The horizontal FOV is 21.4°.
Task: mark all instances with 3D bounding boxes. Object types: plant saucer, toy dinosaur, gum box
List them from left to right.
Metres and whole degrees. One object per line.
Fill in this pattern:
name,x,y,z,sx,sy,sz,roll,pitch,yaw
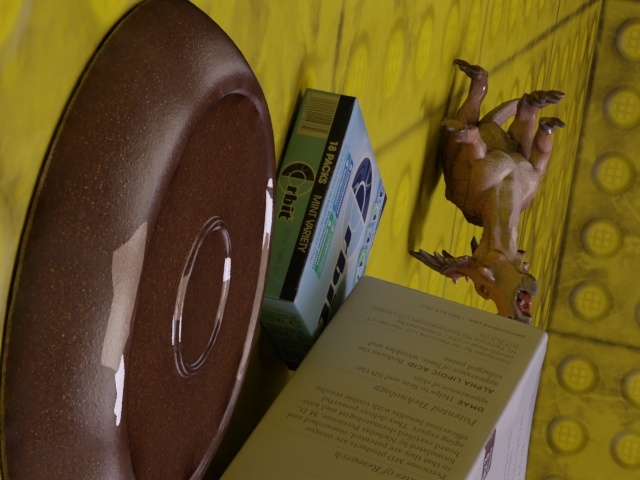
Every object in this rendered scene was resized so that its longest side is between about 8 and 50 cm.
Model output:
plant saucer,-0.082,0.026,0.907,0.310,0.050,0.311,10,90,-78
gum box,0.000,0.000,1.236,0.184,0.041,0.157,65,39,-67
toy dinosaur,0.166,-0.057,1.741,0.296,0.127,0.200,-80,-178,-60

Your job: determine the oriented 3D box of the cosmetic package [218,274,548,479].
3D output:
cosmetic package,0.015,0.227,1.151,0.385,0.156,0.217,-56,155,-45
